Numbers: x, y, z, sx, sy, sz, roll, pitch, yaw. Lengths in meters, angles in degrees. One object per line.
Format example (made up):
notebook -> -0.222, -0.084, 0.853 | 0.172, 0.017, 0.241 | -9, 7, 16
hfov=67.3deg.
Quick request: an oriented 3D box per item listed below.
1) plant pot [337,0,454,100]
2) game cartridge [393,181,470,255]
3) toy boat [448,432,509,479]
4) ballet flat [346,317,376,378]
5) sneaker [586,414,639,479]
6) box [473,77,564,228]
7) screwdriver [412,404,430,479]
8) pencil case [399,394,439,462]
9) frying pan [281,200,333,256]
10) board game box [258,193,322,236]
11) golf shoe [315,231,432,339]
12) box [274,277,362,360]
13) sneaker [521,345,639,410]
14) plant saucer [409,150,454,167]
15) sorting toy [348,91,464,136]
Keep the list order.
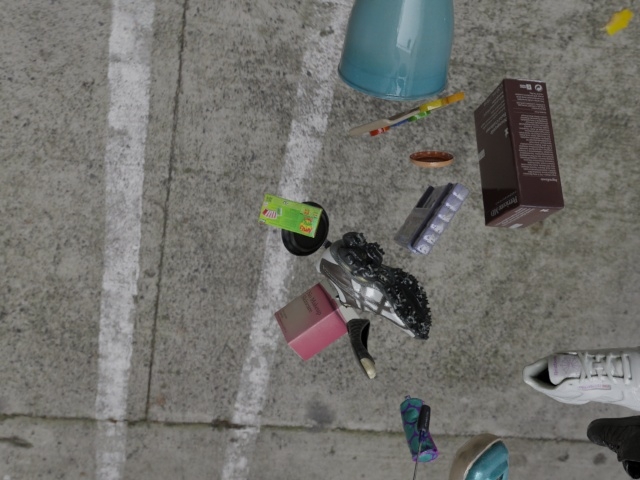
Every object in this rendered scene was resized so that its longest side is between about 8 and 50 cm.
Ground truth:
plant pot -> 0.184, -0.500, 1.101 | 0.271, 0.272, 0.255 | -3, 133, -8
game cartridge -> 0.329, -0.070, 1.504 | 0.068, 0.355, 0.230 | 37, 93, -4
toy boat -> 0.375, 0.660, 1.221 | 0.318, 0.148, 0.267 | -28, 127, -27
ballet flat -> 0.083, 0.196, 0.912 | 0.049, 0.173, 0.057 | -18, 114, 2
sneaker -> 0.466, 0.316, 0.728 | 0.051, 0.089, 0.170 | 35, 147, 1
box -> 0.554, -0.242, 1.371 | 0.143, 0.381, 0.191 | 1, 164, -10
screwdriver -> 0.176, 0.373, 0.850 | 0.024, 0.170, 0.025 | -20, 129, 39
pencil case -> 0.241, 0.463, 1.183 | 0.070, 0.152, 0.064 | -34, 127, 21
frying pan -> 0.005, -0.029, 1.639 | 0.053, 0.326, 0.197 | 21, 80, -58
board game box -> -0.094, -0.079, 1.506 | 0.181, 0.043, 0.092 | 16, 96, 5
golf shoe -> 0.078, 0.072, 0.683 | 0.198, 0.077, 0.094 | 46, 134, -15
box -> -0.008, 0.249, 1.554 | 0.232, 0.148, 0.127 | -35, 131, 0
sneaker -> 0.544, 0.268, 0.941 | 0.152, 0.114, 0.305 | 22, 149, -26
plant saucer -> 0.212, -0.155, 0.921 | 0.083, 0.083, 0.013 | -6, 116, -6
sorting toy -> 0.245, -0.346, 1.353 | 0.229, 0.307, 0.041 | -23, 102, -23
